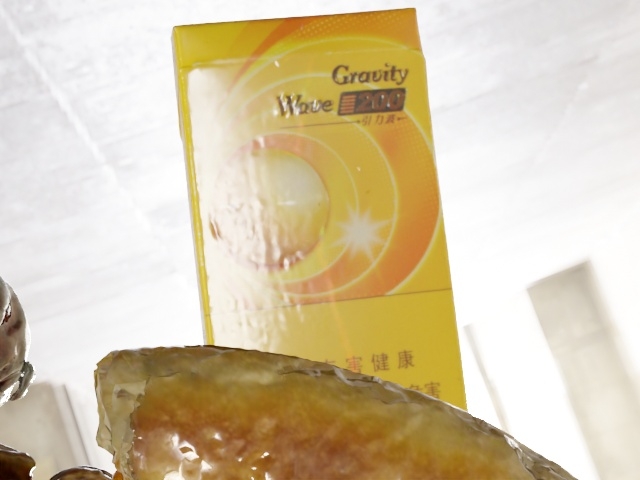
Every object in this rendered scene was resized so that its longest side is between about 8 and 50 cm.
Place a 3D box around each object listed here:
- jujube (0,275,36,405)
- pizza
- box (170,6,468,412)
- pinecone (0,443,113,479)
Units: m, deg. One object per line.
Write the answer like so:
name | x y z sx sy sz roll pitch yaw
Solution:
jujube | -0.389 0.044 1.135 0.226 0.317 0.226 -50 167 -16
pizza | 0.029 0.175 0.514 0.226 0.335 0.086 -55 180 -20
box | 0.000 0.000 0.817 0.152 0.269 0.043 -6 175 -11
pinecone | -0.196 0.254 0.913 0.244 0.244 0.309 -12 -177 -35
